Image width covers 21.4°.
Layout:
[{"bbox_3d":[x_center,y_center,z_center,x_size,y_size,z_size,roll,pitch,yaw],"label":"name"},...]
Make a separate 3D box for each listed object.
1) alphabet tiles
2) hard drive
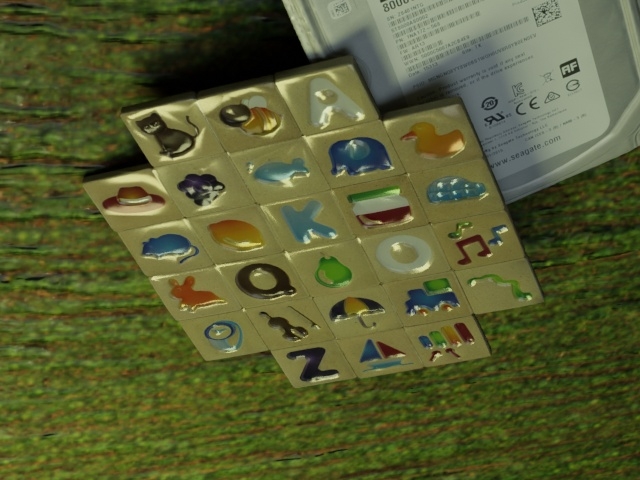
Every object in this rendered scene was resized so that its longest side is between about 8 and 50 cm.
[{"bbox_3d":[0.000,0.000,1.261,0.285,0.011,0.342,-11,138,17],"label":"alphabet tiles"},{"bbox_3d":[0.103,-0.158,1.173,0.237,0.064,0.339,-23,134,2],"label":"hard drive"}]
